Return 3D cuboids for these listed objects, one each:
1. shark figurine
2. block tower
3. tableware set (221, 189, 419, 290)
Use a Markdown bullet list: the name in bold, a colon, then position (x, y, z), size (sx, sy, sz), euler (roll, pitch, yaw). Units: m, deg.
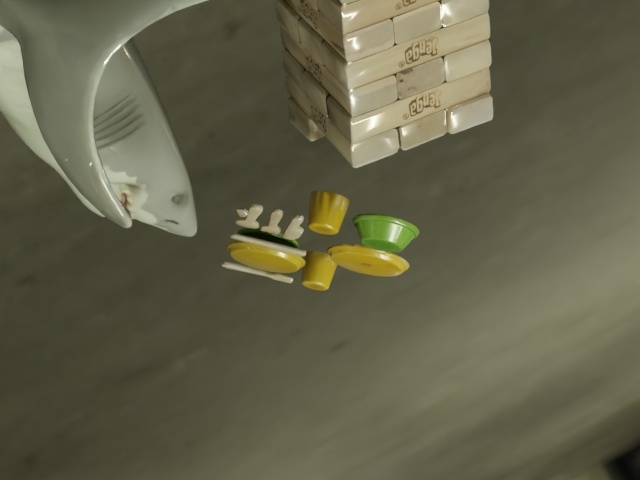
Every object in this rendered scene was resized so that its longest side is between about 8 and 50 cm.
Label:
- **shark figurine**: position (-0.084, -0.091, 0.626), size (0.116, 0.166, 0.278), euler (-45, 179, -7)
- **block tower**: position (0.023, -0.195, 0.911), size (0.091, 0.097, 0.335), euler (-21, 130, -17)
- **tableware set**: position (0.000, 0.000, 1.030), size (0.104, 0.024, 0.154), euler (14, 164, -5)
